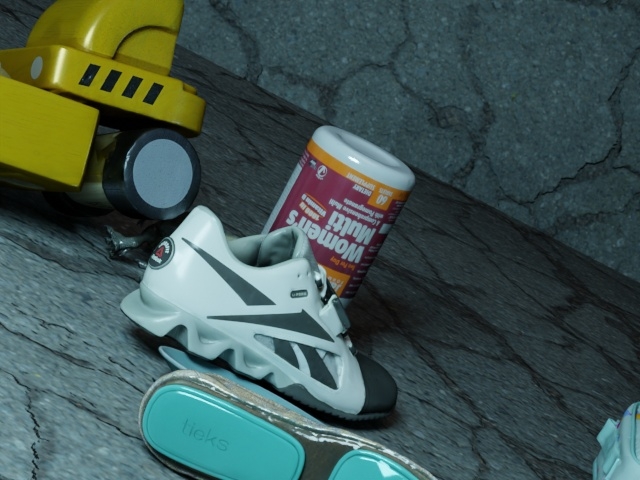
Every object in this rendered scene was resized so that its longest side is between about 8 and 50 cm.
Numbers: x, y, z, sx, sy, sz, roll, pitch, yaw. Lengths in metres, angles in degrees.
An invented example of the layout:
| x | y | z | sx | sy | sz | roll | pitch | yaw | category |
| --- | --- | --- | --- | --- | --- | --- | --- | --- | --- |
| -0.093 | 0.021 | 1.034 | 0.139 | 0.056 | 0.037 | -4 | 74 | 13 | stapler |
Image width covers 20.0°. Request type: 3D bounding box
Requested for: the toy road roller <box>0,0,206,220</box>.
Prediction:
| x | y | z | sx | sy | sz | roll | pitch | yaw | category |
| --- | --- | --- | --- | --- | --- | --- | --- | --- | --- |
| -0.272 | -0.160 | 1.846 | 0.329 | 0.240 | 0.202 | 15 | -7 | -35 | toy road roller |

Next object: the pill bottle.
| x | y | z | sx | sy | sz | roll | pitch | yaw | category |
| --- | --- | --- | --- | --- | --- | --- | --- | --- | --- |
| 0.000 | 0.000 | 1.917 | 0.121 | 0.221 | 0.121 | 27 | 12 | -6 | pill bottle |

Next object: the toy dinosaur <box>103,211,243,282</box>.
| x | y | z | sx | sy | sz | roll | pitch | yaw | category |
| --- | --- | --- | --- | --- | --- | --- | --- | --- | --- |
| -0.148 | 0.006 | 1.875 | 0.118 | 0.064 | 0.268 | -17 | 17 | -26 | toy dinosaur |

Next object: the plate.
| x | y | z | sx | sy | sz | roll | pitch | yaw | category |
| --- | --- | --- | --- | --- | --- | --- | --- | --- | --- |
| -0.064 | 0.145 | 1.603 | 0.188 | 0.024 | 0.188 | 28 | 0 | 0 | plate |

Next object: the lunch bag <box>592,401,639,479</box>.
| x | y | z | sx | sy | sz | roll | pitch | yaw | category |
| --- | --- | --- | --- | --- | --- | --- | --- | --- | --- |
| 0.389 | 0.275 | 1.908 | 0.224 | 0.108 | 0.279 | 26 | 12 | 5 | lunch bag |

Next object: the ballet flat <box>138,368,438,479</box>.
| x | y | z | sx | sy | sz | roll | pitch | yaw | category |
| --- | --- | --- | --- | --- | --- | --- | --- | --- | --- |
| 0.005 | 0.190 | 1.455 | 0.316 | 0.107 | 0.106 | 31 | 5 | 9 | ballet flat |

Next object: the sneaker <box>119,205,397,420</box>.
| x | y | z | sx | sy | sz | roll | pitch | yaw | category |
| --- | --- | --- | --- | --- | --- | --- | --- | --- | --- |
| -0.023 | 0.070 | 1.736 | 0.330 | 0.146 | 0.122 | 28 | 3 | -40 | sneaker |
